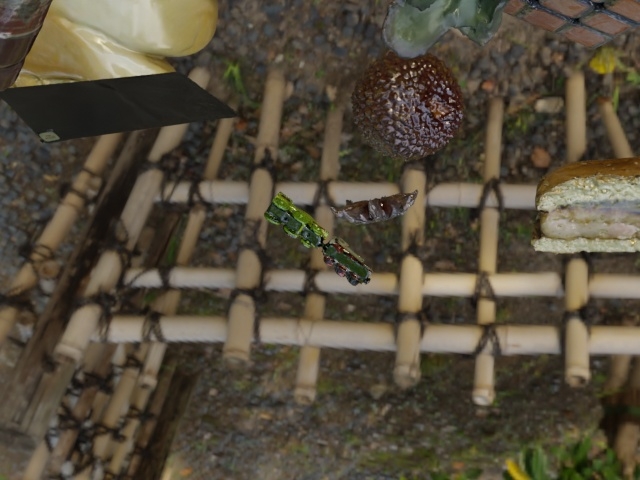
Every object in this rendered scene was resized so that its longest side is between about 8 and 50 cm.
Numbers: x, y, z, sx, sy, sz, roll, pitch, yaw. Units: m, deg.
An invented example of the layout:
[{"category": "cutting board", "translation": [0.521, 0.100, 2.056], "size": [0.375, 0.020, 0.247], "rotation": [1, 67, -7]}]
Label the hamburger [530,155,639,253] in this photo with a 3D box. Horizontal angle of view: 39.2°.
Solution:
[{"category": "hamburger", "translation": [0.411, -0.061, 1.195], "size": [0.262, 0.131, 0.124], "rotation": [0, 127, 5]}]

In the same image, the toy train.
[{"category": "toy train", "translation": [0.000, 0.000, 1.757], "size": [0.249, 0.085, 0.053], "rotation": [38, 111, 1]}]

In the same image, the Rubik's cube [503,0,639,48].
[{"category": "Rubik's cube", "translation": [0.529, -0.600, 1.783], "size": [0.305, 0.301, 0.303], "rotation": [22, 172, -12]}]

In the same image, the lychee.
[{"category": "lychee", "translation": [0.175, -0.295, 1.959], "size": [0.271, 0.271, 0.271], "rotation": [9, 142, 7]}]

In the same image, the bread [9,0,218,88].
[{"category": "bread", "translation": [-0.346, -0.296, 1.145], "size": [0.423, 0.245, 0.329], "rotation": [20, -179, 20]}]

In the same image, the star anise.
[{"category": "star anise", "translation": [0.084, -0.049, 1.401], "size": [0.141, 0.141, 0.042], "rotation": [-8, 93, 26]}]

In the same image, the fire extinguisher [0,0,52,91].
[{"category": "fire extinguisher", "translation": [-0.130, -0.173, 0.424], "size": [0.075, 0.106, 0.252], "rotation": [-5, 144, -47]}]

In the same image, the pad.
[{"category": "pad", "translation": [-0.181, -0.124, 0.815], "size": [0.116, 0.193, 0.004], "rotation": [38, 130, 38]}]

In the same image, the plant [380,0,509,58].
[{"category": "plant", "translation": [0.109, -0.248, 0.758], "size": [0.131, 0.203, 0.142], "rotation": [32, 128, -34]}]
